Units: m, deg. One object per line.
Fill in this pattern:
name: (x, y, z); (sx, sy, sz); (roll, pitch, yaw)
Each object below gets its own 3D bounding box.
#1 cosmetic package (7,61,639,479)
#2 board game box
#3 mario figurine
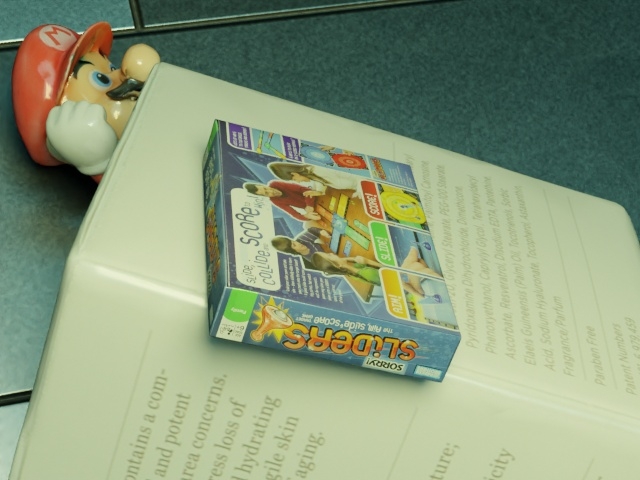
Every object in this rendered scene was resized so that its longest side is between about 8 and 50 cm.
cosmetic package: (0.003, 0.123, 1.005); (0.394, 0.329, 0.327); (17, 28, -6)
board game box: (0.000, 0.000, 0.835); (0.136, 0.035, 0.201); (13, 29, -13)
mario figurine: (-0.122, -0.083, 1.201); (0.320, 0.198, 0.170); (39, 78, -1)
